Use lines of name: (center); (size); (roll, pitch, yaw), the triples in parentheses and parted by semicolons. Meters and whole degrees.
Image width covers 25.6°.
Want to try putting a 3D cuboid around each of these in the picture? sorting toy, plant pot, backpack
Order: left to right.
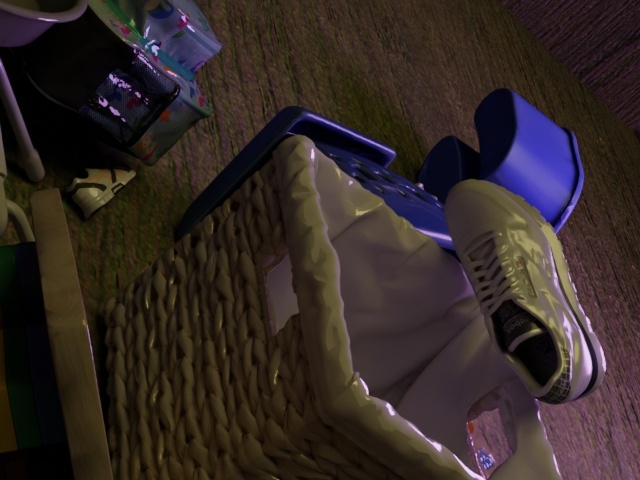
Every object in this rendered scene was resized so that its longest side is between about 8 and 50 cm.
sorting toy: (-0.198, 0.127, 0.982); (0.255, 0.089, 0.257); (-124, -154, -65)
backpack: (-0.217, -0.201, 1.445); (0.225, 0.191, 0.253); (49, -1, 27)
plant pot: (0.000, 0.000, 1.528); (0.236, 0.236, 0.212); (16, 34, -55)

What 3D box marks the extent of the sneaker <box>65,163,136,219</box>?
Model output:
sneaker: (-0.222, -0.061, 1.432); (0.044, 0.040, 0.109); (47, 22, -6)

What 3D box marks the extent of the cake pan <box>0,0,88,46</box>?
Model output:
cake pan: (-0.337, -0.272, 1.224); (0.293, 0.054, 0.293); (36, 21, -16)

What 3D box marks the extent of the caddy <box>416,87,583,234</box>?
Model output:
caddy: (0.284, -0.076, 2.164); (0.179, 0.241, 0.341); (39, 25, -17)

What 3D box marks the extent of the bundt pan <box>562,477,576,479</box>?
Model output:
bundt pan: (0.275, 0.428, 1.498); (0.331, 0.124, 0.331); (45, 26, -30)

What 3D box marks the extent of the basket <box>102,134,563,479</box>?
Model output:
basket: (0.012, 0.154, 1.247); (0.331, 0.266, 0.328); (37, 26, -34)

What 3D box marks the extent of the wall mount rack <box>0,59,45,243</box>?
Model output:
wall mount rack: (-0.313, -0.077, 1.186); (0.304, 0.130, 0.350); (27, 33, -39)

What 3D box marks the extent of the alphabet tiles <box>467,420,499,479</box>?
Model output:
alphabet tiles: (0.168, 0.302, 1.613); (0.342, 0.011, 0.285); (62, 22, 7)

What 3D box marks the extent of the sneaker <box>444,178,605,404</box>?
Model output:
sneaker: (0.177, 0.042, 1.296); (0.095, 0.090, 0.235); (0, 56, -54)

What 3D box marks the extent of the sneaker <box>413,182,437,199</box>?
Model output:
sneaker: (0.079, -0.023, 1.844); (0.099, 0.121, 0.262); (50, 22, -2)
